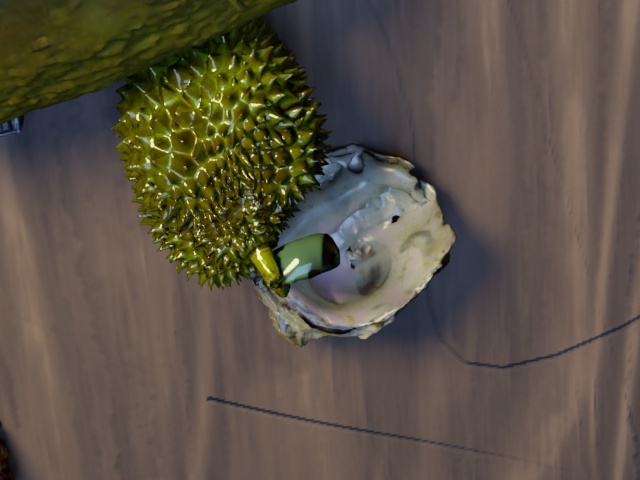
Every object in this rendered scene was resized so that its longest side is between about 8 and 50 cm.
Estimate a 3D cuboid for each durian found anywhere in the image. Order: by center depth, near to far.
[{"bbox_3d":[-0.074,-0.062,1.144,0.146,0.159,0.198,-6,109,-14],"label":"durian"}]

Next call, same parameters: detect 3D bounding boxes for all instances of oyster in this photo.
[{"bbox_3d":[0.000,0.000,1.236,0.191,0.081,0.163,23,89,3],"label":"oyster"}]

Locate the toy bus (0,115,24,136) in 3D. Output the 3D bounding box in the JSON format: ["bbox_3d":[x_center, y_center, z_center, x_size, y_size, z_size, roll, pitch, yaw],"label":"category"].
[{"bbox_3d":[-0.283,-0.087,1.184,0.131,0.052,0.037,-11,111,0],"label":"toy bus"}]

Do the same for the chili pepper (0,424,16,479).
[{"bbox_3d":[-0.312,0.194,1.309,0.123,0.070,0.073,-15,132,2],"label":"chili pepper"}]

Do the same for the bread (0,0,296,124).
[{"bbox_3d":[-0.204,-0.191,1.023,0.376,0.208,0.251,-17,154,6],"label":"bread"}]
